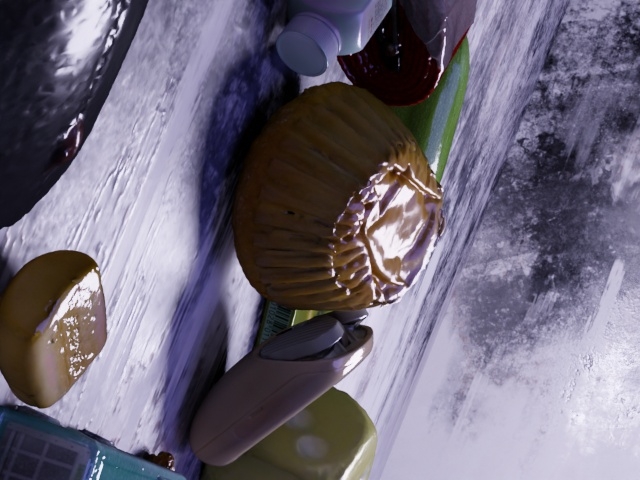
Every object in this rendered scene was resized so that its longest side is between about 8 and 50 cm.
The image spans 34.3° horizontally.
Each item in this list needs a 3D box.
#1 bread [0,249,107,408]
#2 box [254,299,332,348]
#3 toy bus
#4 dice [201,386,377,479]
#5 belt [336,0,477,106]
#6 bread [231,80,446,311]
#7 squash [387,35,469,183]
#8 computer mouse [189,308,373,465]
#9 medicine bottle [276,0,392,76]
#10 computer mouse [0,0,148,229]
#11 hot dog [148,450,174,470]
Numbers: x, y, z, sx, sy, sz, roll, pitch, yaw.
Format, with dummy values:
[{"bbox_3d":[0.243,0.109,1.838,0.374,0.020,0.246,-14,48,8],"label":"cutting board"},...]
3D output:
[{"bbox_3d":[-0.178,0.053,0.665,0.082,0.056,0.115,-55,165,-31],"label":"bread"},{"bbox_3d":[0.000,0.000,1.235,0.173,0.043,0.311,-37,145,-62],"label":"box"},{"bbox_3d":[-0.177,0.185,0.766,0.261,0.109,0.091,65,43,-71],"label":"toy bus"},{"bbox_3d":[-0.036,0.277,1.253,0.169,0.166,0.169,-46,153,-56],"label":"dice"},{"bbox_3d":[0.088,-0.245,1.047,0.200,0.128,0.124,89,26,-52],"label":"belt"},{"bbox_3d":[0.015,-0.034,1.015,0.240,0.139,0.239,-32,135,-39],"label":"bread"},{"bbox_3d":[0.116,-0.124,1.355,0.107,0.107,0.394,-37,146,-63],"label":"squash"},{"bbox_3d":[-0.047,0.147,1.088,0.236,0.082,0.145,-41,174,28],"label":"computer mouse"},{"bbox_3d":[0.010,-0.204,0.931,0.055,0.074,0.118,91,25,-54],"label":"medicine bottle"},{"bbox_3d":[-0.135,-0.120,0.518,0.168,0.087,0.295,-54,162,-51],"label":"computer mouse"},{"bbox_3d":[-0.163,0.240,1.013,0.058,0.035,0.083,-53,158,-46],"label":"hot dog"}]
